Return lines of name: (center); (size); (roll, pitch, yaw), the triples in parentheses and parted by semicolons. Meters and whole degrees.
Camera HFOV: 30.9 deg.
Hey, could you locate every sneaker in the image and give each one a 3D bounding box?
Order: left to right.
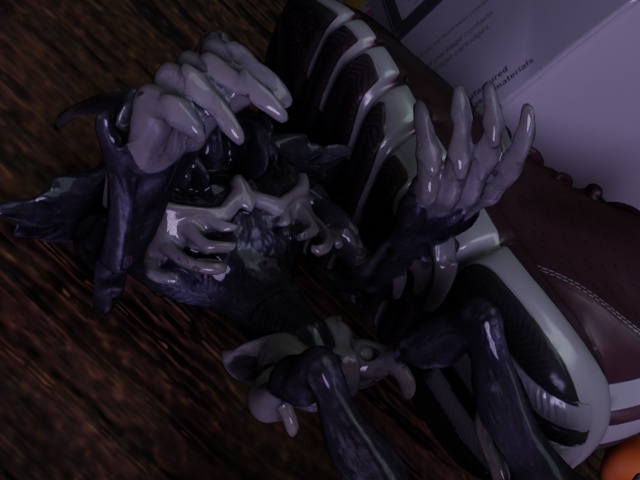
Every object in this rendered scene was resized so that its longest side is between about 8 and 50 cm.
sneaker: (0.084, -0.011, 0.550); (0.162, 0.106, 0.281); (-2, 46, -32)

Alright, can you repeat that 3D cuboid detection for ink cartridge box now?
ink cartridge box: (0.128, -0.130, 0.731); (0.198, 0.197, 0.270); (27, 36, -38)

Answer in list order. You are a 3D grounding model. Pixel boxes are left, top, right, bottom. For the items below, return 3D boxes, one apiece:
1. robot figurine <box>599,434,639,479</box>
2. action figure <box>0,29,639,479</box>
robot figurine: (0.165, 0.165, 0.509); (0.158, 0.128, 0.219); (39, 26, 13)
action figure: (0.000, 0.000, 0.395); (0.164, 0.141, 0.276); (-10, 48, -40)
